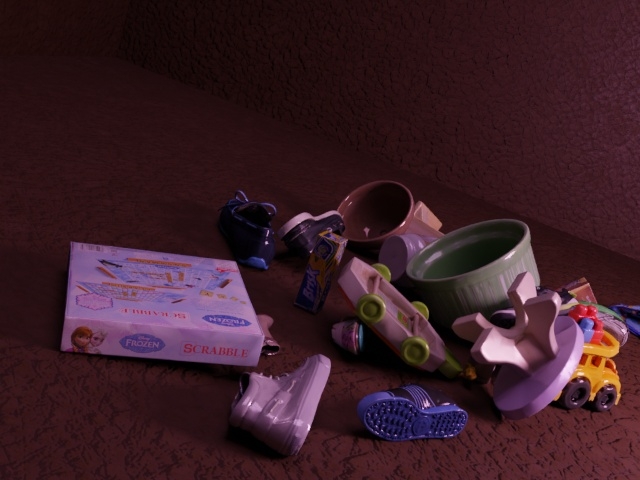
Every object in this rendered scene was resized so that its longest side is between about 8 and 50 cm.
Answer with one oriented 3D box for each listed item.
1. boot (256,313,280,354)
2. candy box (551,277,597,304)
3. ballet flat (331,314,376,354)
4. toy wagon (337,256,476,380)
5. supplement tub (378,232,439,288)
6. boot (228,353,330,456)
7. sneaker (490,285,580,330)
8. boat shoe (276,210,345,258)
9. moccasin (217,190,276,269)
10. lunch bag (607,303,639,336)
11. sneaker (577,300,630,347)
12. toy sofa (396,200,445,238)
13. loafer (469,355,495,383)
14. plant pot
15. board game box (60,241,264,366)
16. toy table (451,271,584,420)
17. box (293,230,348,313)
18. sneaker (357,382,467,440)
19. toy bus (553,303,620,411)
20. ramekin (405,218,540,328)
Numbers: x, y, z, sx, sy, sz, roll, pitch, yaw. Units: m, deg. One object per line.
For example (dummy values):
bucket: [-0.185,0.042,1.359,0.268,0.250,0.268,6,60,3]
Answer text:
boot: [-0.106,0.178,1.510,0.087,0.042,0.119,36,26,32]
candy box: [0.635,0.197,2.001,0.109,0.186,0.053,-23,13,10]
ballet flat: [0.069,0.183,1.655,0.079,0.076,0.221,5,7,16]
toy wagon: [0.176,0.176,1.661,0.344,0.068,0.267,45,13,-3]
supplement tub: [0.267,0.058,2.135,0.200,0.144,0.144,8,20,-33]
boot: [-0.064,0.230,1.278,0.124,0.095,0.258,27,17,0]
sneaker: [0.469,0.152,1.806,0.235,0.084,0.097,-3,50,-21]
boat shoe: [0.003,-0.003,2.092,0.113,0.127,0.340,52,11,12]
moccasin: [-0.160,-0.041,2.006,0.138,0.116,0.342,12,18,-25]
lunch bag: [1.037,0.246,2.487,0.221,0.138,0.293,3,14,-39]
sneaker: [0.543,0.222,1.894,0.344,0.134,0.146,0,15,4]
toy sofa: [0.374,0.053,2.328,0.363,0.177,0.150,35,-2,44]
loafer: [0.352,0.260,1.748,0.056,0.050,0.148,21,16,2]
plant pot: [0.166,-0.053,2.350,0.237,0.237,0.109,36,-17,44]
board game box: [-0.284,0.106,1.431,0.319,0.065,0.318,8,19,-17]
toy table: [0.396,0.197,1.605,0.160,0.252,0.274,52,37,-12]
box: [0.000,0.068,1.748,0.054,0.168,0.059,23,16,14]
sneaker: [0.142,0.285,1.387,0.232,0.081,0.090,16,12,-36]
toy bus: [0.569,0.244,1.770,0.220,0.211,0.149,12,16,-29]
ramekin: [0.369,0.082,1.937,0.304,0.148,0.303,-22,16,7]
